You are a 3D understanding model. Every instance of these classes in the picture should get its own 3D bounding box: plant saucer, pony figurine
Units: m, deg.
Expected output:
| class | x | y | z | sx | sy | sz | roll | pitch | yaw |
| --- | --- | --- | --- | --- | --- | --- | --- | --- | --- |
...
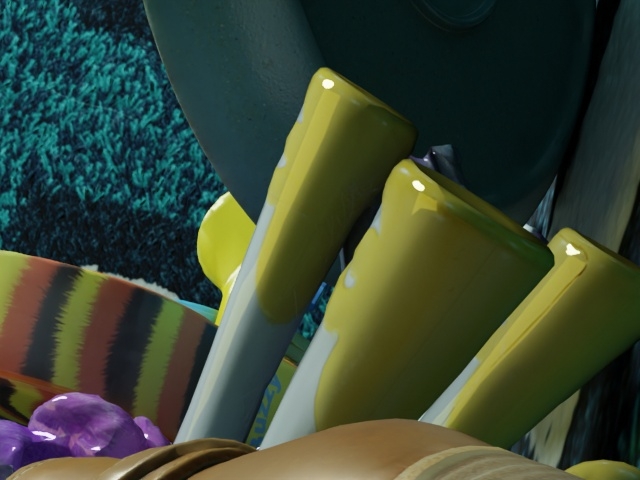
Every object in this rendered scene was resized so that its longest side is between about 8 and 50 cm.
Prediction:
| class | x | y | z | sx | sy | sz | roll | pitch | yaw |
| --- | --- | --- | --- | --- | --- | --- | --- | --- | --- |
| plant saucer | 0.037 | -0.134 | 0.788 | 0.317 | 0.043 | 0.318 | 11 | -103 | -54 |
| pony figurine | -0.045 | 0.134 | 0.589 | 0.363 | 0.302 | 0.351 | -59 | 12 | 7 |

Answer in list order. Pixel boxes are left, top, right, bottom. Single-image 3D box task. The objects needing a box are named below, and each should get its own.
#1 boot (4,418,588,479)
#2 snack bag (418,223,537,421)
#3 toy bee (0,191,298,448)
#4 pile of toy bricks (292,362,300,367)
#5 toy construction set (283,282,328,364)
| class | x | y | z | sx | sy | sz | roll | pitch | yaw |
| --- | --- | --- | --- | --- | --- | --- | --- | --- | --- |
| boot | -0.040 | 0.159 | 0.319 | 0.220 | 0.109 | 0.283 | 0 | 66 | 51 |
| snack bag | 0.041 | 0.137 | 1.050 | 0.342 | 0.037 | 0.323 | 135 | 151 | -87 |
| toy bee | -0.023 | 0.072 | 0.825 | 0.298 | 0.162 | 0.195 | 2 | -90 | -58 |
| pile of toy bricks | -0.039 | 0.159 | 1.223 | 0.105 | 0.212 | 0.118 | -132 | 41 | -54 |
| toy construction set | 0.000 | 0.000 | 1.834 | 0.215 | 0.151 | 0.328 | 90 | -165 | -78 |
